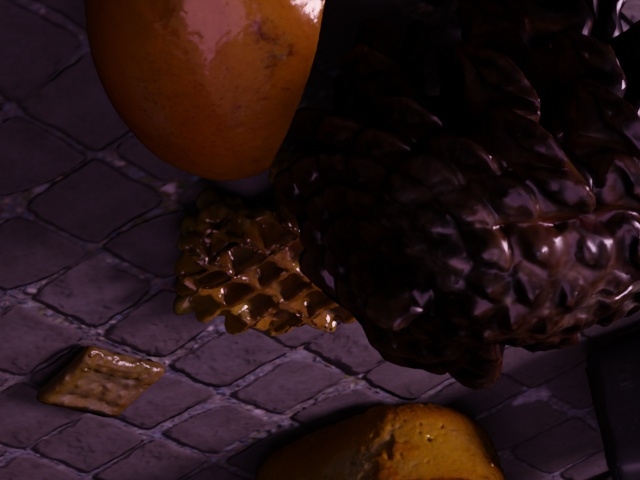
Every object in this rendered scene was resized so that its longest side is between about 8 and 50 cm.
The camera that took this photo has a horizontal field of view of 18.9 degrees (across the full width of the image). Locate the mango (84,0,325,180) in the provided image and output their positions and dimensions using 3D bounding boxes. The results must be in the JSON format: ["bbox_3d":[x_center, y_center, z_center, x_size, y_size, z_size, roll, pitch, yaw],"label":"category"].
[{"bbox_3d":[-0.068,-0.144,1.184,0.153,0.126,0.252,-2,140,-1],"label":"mango"}]

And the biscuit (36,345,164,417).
[{"bbox_3d":[-0.185,0.119,1.610,0.083,0.018,0.081,17,135,-38],"label":"biscuit"}]

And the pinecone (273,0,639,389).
[{"bbox_3d":[0.131,-0.052,1.280,0.296,0.242,0.298,-23,149,-15],"label":"pinecone"}]

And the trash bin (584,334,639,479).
[{"bbox_3d":[0.399,0.153,1.732,0.290,0.182,0.209,-15,147,10],"label":"trash bin"}]

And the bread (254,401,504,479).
[{"bbox_3d":[0.062,0.257,1.789,0.268,0.146,0.268,-8,149,-5],"label":"bread"}]

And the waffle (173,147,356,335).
[{"bbox_3d":[0.000,0.000,1.480,0.231,0.051,0.229,-3,144,-17],"label":"waffle"}]

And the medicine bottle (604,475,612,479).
[{"bbox_3d":[0.395,0.378,2.022,0.202,0.202,0.316,-22,145,12],"label":"medicine bottle"}]
